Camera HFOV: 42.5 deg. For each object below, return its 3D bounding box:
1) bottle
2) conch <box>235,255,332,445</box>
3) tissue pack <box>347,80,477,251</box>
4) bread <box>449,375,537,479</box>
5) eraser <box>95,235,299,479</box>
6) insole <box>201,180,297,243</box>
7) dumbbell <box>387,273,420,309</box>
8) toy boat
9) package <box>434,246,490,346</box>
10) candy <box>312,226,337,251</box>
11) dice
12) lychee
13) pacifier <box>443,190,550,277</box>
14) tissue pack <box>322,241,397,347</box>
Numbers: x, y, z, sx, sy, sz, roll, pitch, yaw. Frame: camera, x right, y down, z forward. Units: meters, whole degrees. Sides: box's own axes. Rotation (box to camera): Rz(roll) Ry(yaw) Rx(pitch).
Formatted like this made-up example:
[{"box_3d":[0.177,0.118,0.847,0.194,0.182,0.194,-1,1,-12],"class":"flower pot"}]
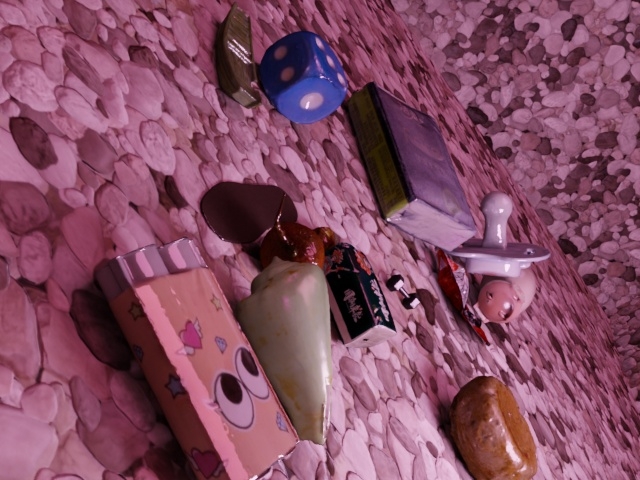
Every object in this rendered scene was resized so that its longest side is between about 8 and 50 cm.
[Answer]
[{"box_3d":[0.493,0.148,2.218,0.147,0.147,0.236,59,25,0],"class":"bottle"},{"box_3d":[-0.031,0.146,1.163,0.137,0.143,0.251,-25,100,-27],"class":"conch"},{"box_3d":[0.228,-0.187,2.092,0.288,0.124,0.394,24,41,-43],"class":"tissue pack"},{"box_3d":[0.337,0.382,1.626,0.230,0.123,0.230,52,22,-30],"class":"bread"},{"box_3d":[-0.143,0.145,0.966,0.290,0.087,0.171,62,21,5],"class":"eraser"},{"box_3d":[-0.113,-0.054,1.385,0.111,0.007,0.328,62,22,4],"class":"insole"},{"box_3d":[0.176,0.110,1.743,0.083,0.036,0.040,49,23,-23],"class":"dumbbell"},{"box_3d":[-0.161,-0.356,1.601,0.093,0.055,0.293,38,31,-40],"class":"toy boat"},{"box_3d":[0.347,0.140,2.034,0.269,0.071,0.194,69,18,8],"class":"package"},{"box_3d":[0.000,0.000,1.500,0.053,0.046,0.182,64,21,7],"class":"candy"},{"box_3d":[-0.037,-0.343,1.732,0.146,0.143,0.146,29,40,-52],"class":"dice"},{"box_3d":[-0.051,0.015,1.300,0.140,0.101,0.114,30,45,-50],"class":"lychee"},{"box_3d":[0.465,-0.021,2.169,0.238,0.287,0.226,-28,124,-61],"class":"pacifier"},{"box_3d":[0.061,0.099,1.443,0.103,0.090,0.170,24,41,-58],"class":"tissue pack"}]
